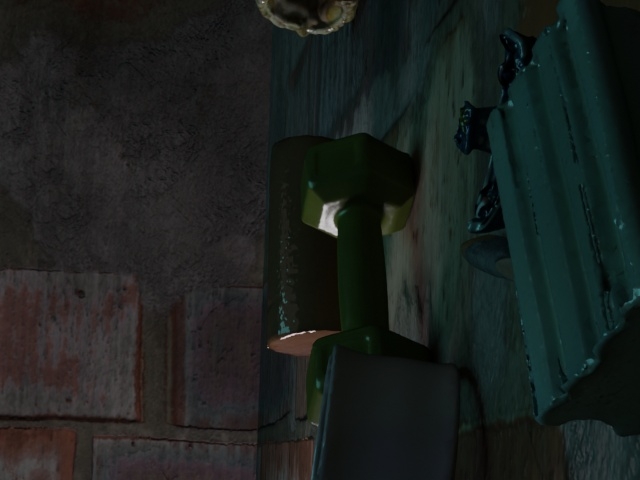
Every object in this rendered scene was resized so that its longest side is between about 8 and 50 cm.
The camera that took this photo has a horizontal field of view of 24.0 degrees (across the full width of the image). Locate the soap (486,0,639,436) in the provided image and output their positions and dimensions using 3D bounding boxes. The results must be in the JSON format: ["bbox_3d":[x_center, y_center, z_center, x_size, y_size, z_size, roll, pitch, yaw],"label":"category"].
[{"bbox_3d":[0.140,-0.017,0.736,0.114,0.063,0.198,119,156,-48],"label":"soap"}]

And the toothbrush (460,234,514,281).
[{"bbox_3d":[0.133,0.018,0.964,0.375,0.037,0.028,-145,38,-84],"label":"toothbrush"}]

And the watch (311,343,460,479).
[{"bbox_3d":[0.021,0.209,1.207,0.244,0.196,0.231,99,178,-61],"label":"watch"}]

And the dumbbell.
[{"bbox_3d":[0.039,0.040,1.402,0.108,0.121,0.302,56,-156,-48],"label":"dumbbell"}]

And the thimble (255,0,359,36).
[{"bbox_3d":[-0.014,-0.350,1.890,0.190,0.137,0.144,78,-167,-73],"label":"thimble"}]

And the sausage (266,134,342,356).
[{"bbox_3d":[0.000,0.000,1.686,0.123,0.123,0.253,111,160,-68],"label":"sausage"}]

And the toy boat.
[{"bbox_3d":[0.119,-0.070,0.986,0.060,0.060,0.137,-107,20,-70],"label":"toy boat"}]
